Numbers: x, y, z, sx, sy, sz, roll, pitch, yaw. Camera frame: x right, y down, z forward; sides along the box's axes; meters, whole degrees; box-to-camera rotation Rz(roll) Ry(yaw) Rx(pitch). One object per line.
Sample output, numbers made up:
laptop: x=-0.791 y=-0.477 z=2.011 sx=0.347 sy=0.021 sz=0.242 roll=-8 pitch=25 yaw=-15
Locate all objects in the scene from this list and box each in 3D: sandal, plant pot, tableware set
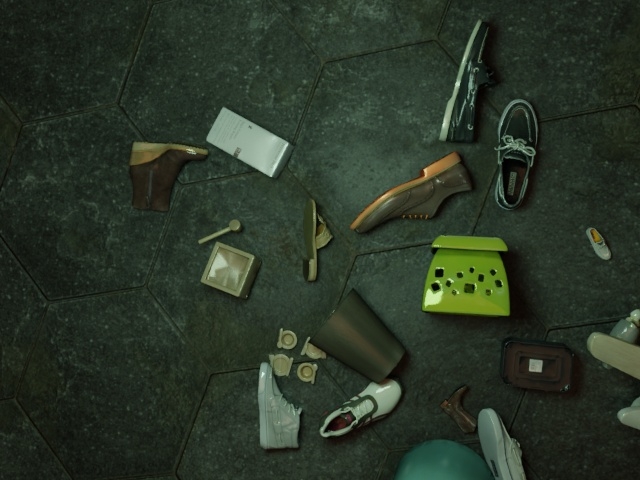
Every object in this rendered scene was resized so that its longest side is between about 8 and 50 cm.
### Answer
sandal: x=-0.002 y=-0.001 z=1.966 sx=0.079 sy=0.088 sz=0.240 roll=0 pitch=97 yaw=-21
plant pot: x=0.391 y=0.097 z=1.814 sx=0.227 sy=0.228 sz=0.207 roll=3 pitch=84 yaw=11
plant pot: x=0.310 y=0.709 z=1.789 sx=0.293 sy=0.235 sz=0.293 roll=1 pitch=93 yaw=19
tableware set: x=-0.068 y=0.342 z=1.990 sx=0.168 sy=0.020 sz=0.141 roll=12 pitch=91 yaw=10

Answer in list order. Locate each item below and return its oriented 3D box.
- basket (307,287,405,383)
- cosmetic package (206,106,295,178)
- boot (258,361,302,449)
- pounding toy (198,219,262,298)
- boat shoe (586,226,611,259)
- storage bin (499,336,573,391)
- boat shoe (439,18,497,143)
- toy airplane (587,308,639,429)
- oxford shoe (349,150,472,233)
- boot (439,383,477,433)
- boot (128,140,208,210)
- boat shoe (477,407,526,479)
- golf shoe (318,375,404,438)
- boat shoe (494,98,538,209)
basket: x=0.114 y=0.280 z=1.897 sx=0.227 sy=0.154 sz=0.204 roll=39 pitch=98 yaw=4
cosmetic package: x=-0.205 y=-0.285 z=1.987 sx=0.231 sy=0.085 sz=0.117 roll=29 pitch=95 yaw=10
boot: x=-0.114 y=0.481 z=1.970 sx=0.123 sy=0.095 sz=0.258 roll=-1 pitch=98 yaw=4
pounding toy: x=-0.270 y=0.044 z=1.996 sx=0.181 sy=0.094 sz=0.206 roll=20 pitch=84 yaw=14
boat shoe: x=0.760 y=0.008 z=1.839 sx=0.035 sy=0.035 sz=0.100 roll=-27 pitch=85 yaw=8
storage bin: x=0.586 y=0.337 z=1.843 sx=0.180 sy=0.084 sz=0.122 roll=5 pitch=91 yaw=9
boat shoe: x=0.425 y=-0.428 z=1.857 sx=0.113 sy=0.127 sz=0.340 roll=17 pitch=94 yaw=9
toy airplane: x=0.912 y=0.325 z=1.724 sx=0.384 sy=0.272 sz=0.386 roll=-18 pitch=123 yaw=19
oxford shoe: x=0.252 y=-0.102 z=1.887 sx=0.363 sy=0.130 sz=0.133 roll=-31 pitch=92 yaw=10
boot: x=0.408 y=0.475 z=1.896 sx=0.114 sy=0.037 sz=0.106 roll=46 pitch=110 yaw=10
boot: x=-0.457 y=-0.193 z=2.045 sx=0.248 sy=0.090 sz=0.207 roll=3 pitch=102 yaw=9
boat shoe: x=0.509 y=0.584 z=1.853 sx=0.088 sy=0.096 sz=0.267 roll=-15 pitch=85 yaw=-20
golf shoe: x=0.117 y=0.483 z=1.907 sx=0.273 sy=0.120 sz=0.105 roll=-35 pitch=82 yaw=7
boat shoe: x=0.531 y=-0.238 z=1.846 sx=0.113 sy=0.105 sz=0.306 roll=12 pitch=92 yaw=10
